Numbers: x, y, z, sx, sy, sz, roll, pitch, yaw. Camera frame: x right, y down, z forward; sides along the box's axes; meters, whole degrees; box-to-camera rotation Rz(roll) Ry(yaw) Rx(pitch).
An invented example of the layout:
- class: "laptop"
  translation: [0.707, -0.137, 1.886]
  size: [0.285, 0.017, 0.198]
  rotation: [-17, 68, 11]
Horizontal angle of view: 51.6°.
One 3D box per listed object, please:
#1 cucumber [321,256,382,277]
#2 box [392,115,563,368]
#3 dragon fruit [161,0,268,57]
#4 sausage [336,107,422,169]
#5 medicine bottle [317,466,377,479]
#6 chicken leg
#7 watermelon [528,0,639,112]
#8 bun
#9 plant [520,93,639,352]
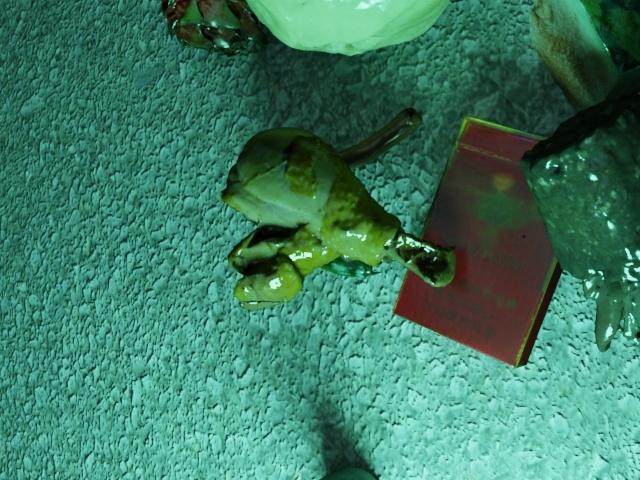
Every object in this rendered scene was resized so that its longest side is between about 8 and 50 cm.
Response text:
- class: "cucumber"
  translation: [-0.002, 0.020, 1.111]
  size: [0.250, 0.056, 0.056]
  rotation: [16, 93, 29]
- class: "box"
  translation: [0.253, -0.001, 0.958]
  size: [0.197, 0.089, 0.314]
  rotation: [23, 97, 29]
- class: "dragon fruit"
  translation: [-0.199, -0.416, 1.181]
  size: [0.182, 0.182, 0.189]
  rotation: [-6, 121, 27]
- class: "sausage"
  translation: [0.087, -0.160, 1.085]
  size: [0.176, 0.040, 0.047]
  rotation: [-31, 73, 23]
- class: "medicine bottle"
  translation: [-0.021, 0.407, 0.918]
  size: [0.110, 0.351, 0.110]
  rotation: [-3, 84, 27]
- class: "chicken leg"
  translation: [0.000, 0.000, 0.994]
  size: [0.409, 0.182, 0.295]
  rotation: [28, 78, 29]
- class: "watermelon"
  translation: [0.356, -0.289, 0.882]
  size: [0.201, 0.261, 0.213]
  rotation: [-45, 68, 47]
- class: "bun"
  translation: [0.033, -0.380, 0.977]
  size: [0.364, 0.364, 0.202]
  rotation: [8, 102, 28]
- class: "plant"
  translation: [0.378, -0.001, 0.791]
  size: [0.194, 0.181, 0.321]
  rotation: [-35, 96, -7]
